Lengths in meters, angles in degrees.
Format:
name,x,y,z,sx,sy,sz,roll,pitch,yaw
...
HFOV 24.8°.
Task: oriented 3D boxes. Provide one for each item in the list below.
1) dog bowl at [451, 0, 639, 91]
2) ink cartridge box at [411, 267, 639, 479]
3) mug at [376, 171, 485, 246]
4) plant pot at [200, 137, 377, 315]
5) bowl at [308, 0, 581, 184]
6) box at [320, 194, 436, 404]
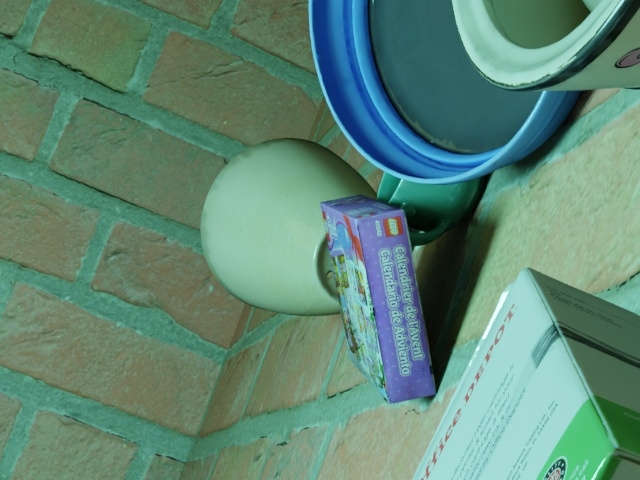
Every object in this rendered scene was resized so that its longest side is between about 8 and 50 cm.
name,x,y,z,sx,sy,sz,roll,pitch,yaw
dog bowl,0.250,-0.302,1.127,0.408,0.150,0.408,-170,90,-71
ink cartridge box,0.152,0.169,0.897,0.289,0.122,0.211,-93,27,-71
mug,0.130,-0.061,1.710,0.129,0.097,0.157,177,114,-80
plant pot,0.000,0.000,1.997,0.256,0.256,0.274,-67,25,0
bowl,0.137,-0.254,1.540,0.391,0.077,0.391,6,98,50
box,0.061,0.057,1.652,0.293,0.057,0.200,-144,42,-81
